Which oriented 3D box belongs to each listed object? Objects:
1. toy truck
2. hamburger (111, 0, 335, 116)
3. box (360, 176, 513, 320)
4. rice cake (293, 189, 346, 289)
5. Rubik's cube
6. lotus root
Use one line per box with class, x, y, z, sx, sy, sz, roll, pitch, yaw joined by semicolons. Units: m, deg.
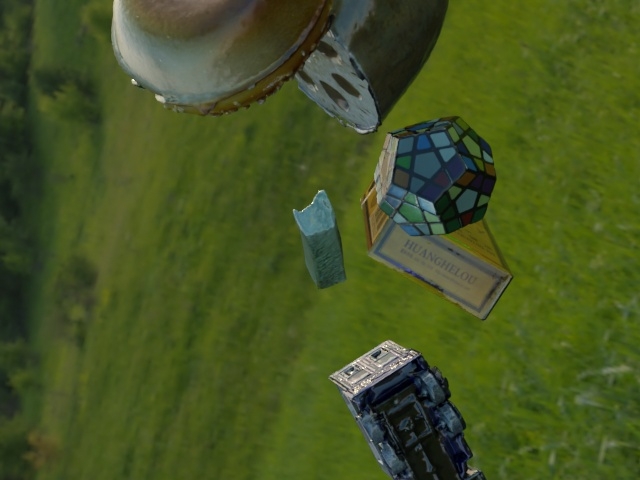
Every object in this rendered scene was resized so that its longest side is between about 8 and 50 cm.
toy truck;0.128;0.277;1.626;0.124;0.268;0.155;-30;14;-12
hamburger;-0.096;-0.225;1.208;0.236;0.147;0.237;-8;55;12
box;0.162;-0.008;1.795;0.084;0.193;0.301;-58;9;14
rice cake;0.000;0.000;0.943;0.180;0.030;0.042;79;169;-75
Rubik's cube;0.119;-0.067;1.279;0.133;0.133;0.112;15;122;62
lotus root;0.029;-0.269;1.394;0.192;0.272;0.272;-52;28;-5
